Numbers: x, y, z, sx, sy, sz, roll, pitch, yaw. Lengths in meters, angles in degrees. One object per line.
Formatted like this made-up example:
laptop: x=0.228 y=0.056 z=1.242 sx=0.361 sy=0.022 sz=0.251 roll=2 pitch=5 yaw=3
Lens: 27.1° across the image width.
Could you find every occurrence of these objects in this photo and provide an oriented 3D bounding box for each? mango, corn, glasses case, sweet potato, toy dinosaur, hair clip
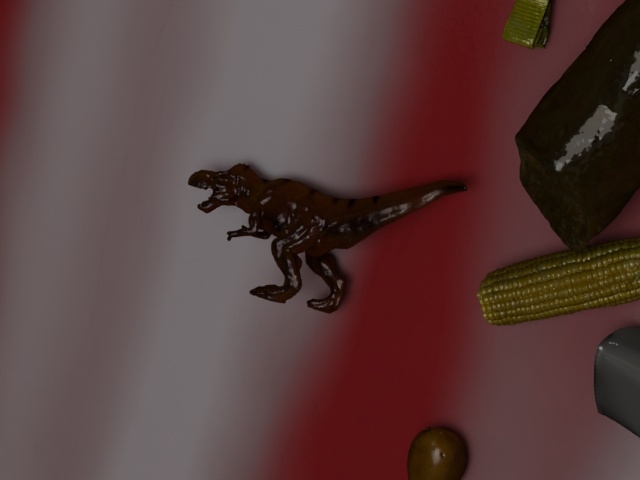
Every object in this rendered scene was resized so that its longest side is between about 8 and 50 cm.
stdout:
mango: x=0.156 y=0.309 z=1.813 sx=0.080 sy=0.060 sz=0.114 roll=13 pitch=111 yaw=32
corn: x=0.310 y=0.051 z=1.652 sx=0.248 sy=0.081 sz=0.081 roll=-14 pitch=93 yaw=33
glasses case: x=0.463 y=0.226 z=1.582 sx=0.308 sy=0.083 sz=0.128 roll=37 pitch=134 yaw=35
sweet potato: x=0.354 y=-0.164 z=1.549 sx=0.158 sy=0.158 sz=0.370 roll=41 pitch=111 yaw=18
toy dinosaur: x=0.000 y=0.000 z=1.829 sx=0.432 sy=0.097 sz=0.208 roll=8 pitch=95 yaw=26
hair clip: x=0.264 y=-0.323 z=1.623 sx=0.072 sy=0.046 sz=0.173 roll=21 pitch=109 yaw=22
